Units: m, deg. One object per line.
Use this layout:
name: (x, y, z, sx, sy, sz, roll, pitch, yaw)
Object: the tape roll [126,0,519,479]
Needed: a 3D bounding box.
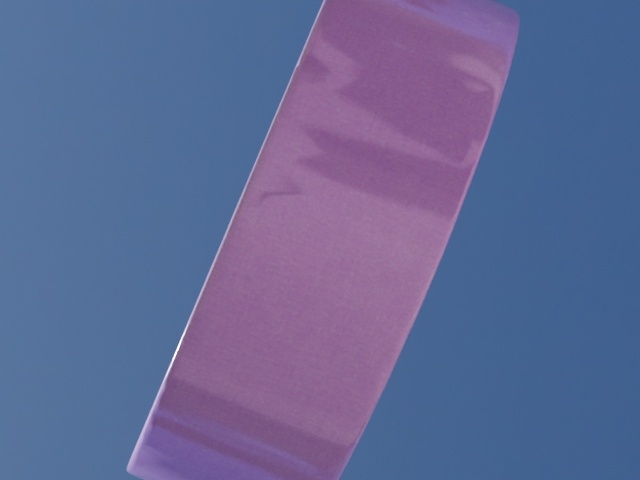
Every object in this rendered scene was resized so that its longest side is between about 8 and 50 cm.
tape roll: (0.000, 0.000, 0.955, 0.090, 0.275, 0.275, 22, -101, -2)
